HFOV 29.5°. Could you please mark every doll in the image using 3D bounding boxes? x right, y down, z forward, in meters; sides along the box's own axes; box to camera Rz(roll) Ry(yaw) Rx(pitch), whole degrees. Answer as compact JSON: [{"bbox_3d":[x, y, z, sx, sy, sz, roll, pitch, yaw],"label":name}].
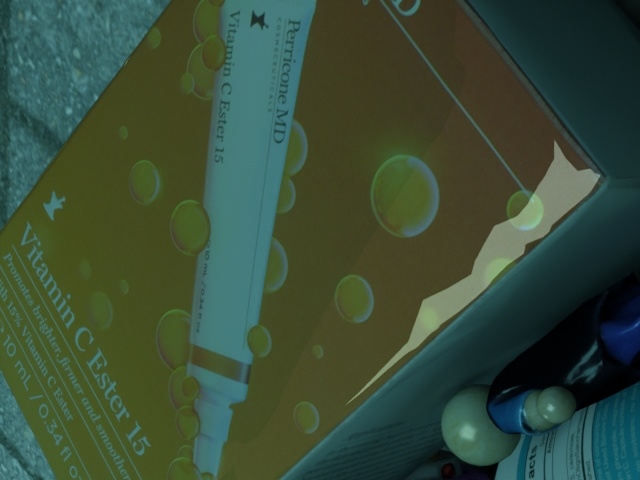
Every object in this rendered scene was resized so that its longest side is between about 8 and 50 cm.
[{"bbox_3d":[0.124,0.041,0.521,0.046,0.129,0.189,50,120,9],"label":"doll"}]

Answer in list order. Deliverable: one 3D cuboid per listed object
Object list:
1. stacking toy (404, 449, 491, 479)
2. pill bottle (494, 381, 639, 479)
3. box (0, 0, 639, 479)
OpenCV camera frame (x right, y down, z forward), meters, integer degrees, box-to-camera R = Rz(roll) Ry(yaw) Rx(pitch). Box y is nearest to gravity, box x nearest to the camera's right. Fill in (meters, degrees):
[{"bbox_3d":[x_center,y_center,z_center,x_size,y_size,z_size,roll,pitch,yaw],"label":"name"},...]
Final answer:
[{"bbox_3d":[0.058,0.192,0.766,0.166,0.175,0.301,-5,88,43],"label":"stacking toy"},{"bbox_3d":[0.181,0.119,0.572,0.146,0.146,0.264,60,140,12],"label":"pill bottle"},{"bbox_3d":[0.000,0.000,0.620,0.345,0.168,0.215,-47,65,30],"label":"box"}]
